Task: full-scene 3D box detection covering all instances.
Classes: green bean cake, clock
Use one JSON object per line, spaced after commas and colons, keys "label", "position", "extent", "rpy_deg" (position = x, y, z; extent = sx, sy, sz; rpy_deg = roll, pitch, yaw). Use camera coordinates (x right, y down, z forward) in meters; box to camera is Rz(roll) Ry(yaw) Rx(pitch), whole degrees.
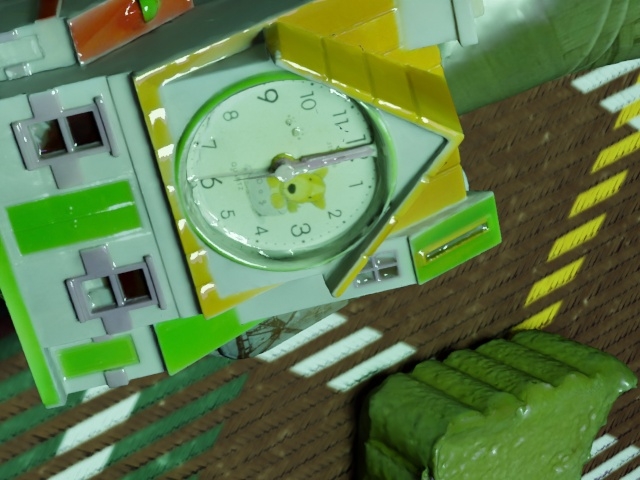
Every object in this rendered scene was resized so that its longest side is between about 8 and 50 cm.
{"label": "green bean cake", "position": [0.137, 0.202, 1.293], "extent": [0.233, 0.124, 0.236], "rpy_deg": [-11, 114, -33]}
{"label": "clock", "position": [-0.046, -0.057, 0.941], "extent": [0.309, 0.166, 0.235], "rpy_deg": [-14, 120, 1]}

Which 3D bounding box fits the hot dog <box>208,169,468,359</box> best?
{"label": "hot dog", "position": [0.000, 0.000, 1.147], "extent": [0.252, 0.069, 0.131], "rpy_deg": [-31, 133, -21]}

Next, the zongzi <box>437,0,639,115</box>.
{"label": "zongzi", "position": [0.108, -0.290, 1.050], "extent": [0.418, 0.181, 0.447], "rpy_deg": [-25, 121, -21]}
